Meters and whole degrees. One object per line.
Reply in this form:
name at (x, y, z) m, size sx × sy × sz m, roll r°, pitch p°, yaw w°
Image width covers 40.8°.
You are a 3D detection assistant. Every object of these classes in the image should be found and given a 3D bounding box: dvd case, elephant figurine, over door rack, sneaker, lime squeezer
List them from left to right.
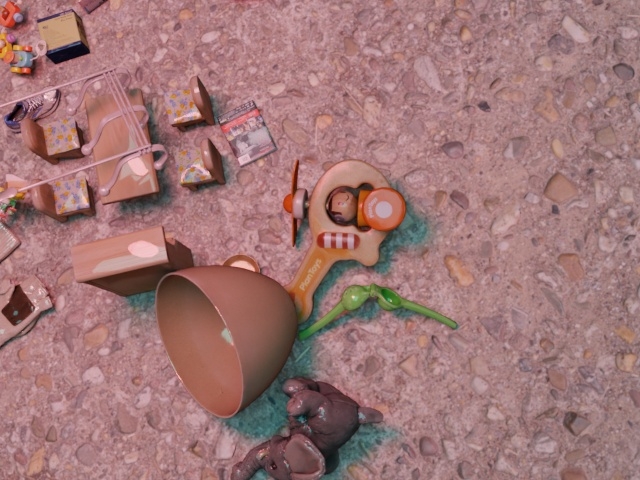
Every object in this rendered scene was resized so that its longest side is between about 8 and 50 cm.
sneaker at (-0.610, -0.280, 1.817) m, size 0.135 × 0.058 × 0.052 m, roll -42°, pitch 79°, yaw -4°
over door rack at (-0.470, -0.186, 1.564) m, size 0.324 × 0.108 × 0.240 m, roll -15°, pitch 56°, yaw -23°
dvd case at (-0.153, -0.223, 1.790) m, size 0.087 × 0.013 × 0.119 m, roll -27°, pitch 78°, yaw 0°
elephant figurine at (-0.032, 0.390, 1.619) m, size 0.169 × 0.186 × 0.240 m, roll 18°, pitch 93°, yaw -35°
lime squeezer at (0.107, 0.136, 1.666) m, size 0.310 × 0.059 × 0.110 m, roll -5°, pitch 102°, yaw 3°

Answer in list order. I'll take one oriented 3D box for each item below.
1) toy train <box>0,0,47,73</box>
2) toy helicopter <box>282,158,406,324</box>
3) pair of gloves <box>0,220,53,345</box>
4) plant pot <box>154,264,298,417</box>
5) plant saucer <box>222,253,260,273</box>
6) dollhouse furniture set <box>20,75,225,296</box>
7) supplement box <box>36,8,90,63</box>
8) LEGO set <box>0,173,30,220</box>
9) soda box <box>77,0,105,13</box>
toy train at (-0.653, -0.431, 1.823) m, size 0.125 × 0.046 × 0.166 m, roll -49°, pitch 66°, yaw 21°
toy helicopter at (0.000, 0.000, 1.683) m, size 0.235 × 0.140 × 0.355 m, roll 31°, pitch 97°, yaw 3°
pair of gloves at (-0.680, 0.098, 1.766) m, size 0.204 × 0.042 × 0.240 m, roll -36°, pitch 78°, yaw -2°
plant pot at (-0.154, 0.164, 1.617) m, size 0.191 × 0.284 × 0.284 m, roll -22°, pitch 77°, yaw -35°
plant saucer at (-0.162, 0.070, 1.738) m, size 0.083 × 0.015 × 0.083 m, roll -1°, pitch 80°, yaw 5°
dollhouse furniture set at (-0.380, -0.110, 1.667) m, size 0.362 × 0.256 × 0.394 m, roll -13°, pitch 79°, yaw 2°
supplement box at (-0.549, -0.436, 1.839) m, size 0.083 × 0.056 × 0.083 m, roll -17°, pitch 79°, yaw 2°
LEGO set at (-0.676, -0.070, 1.731) m, size 0.287 × 0.132 × 0.107 m, roll 9°, pitch 69°, yaw 32°
soda box at (-0.540, -0.583, 1.861) m, size 0.058 × 0.063 × 0.183 m, roll -36°, pitch 78°, yaw -1°
